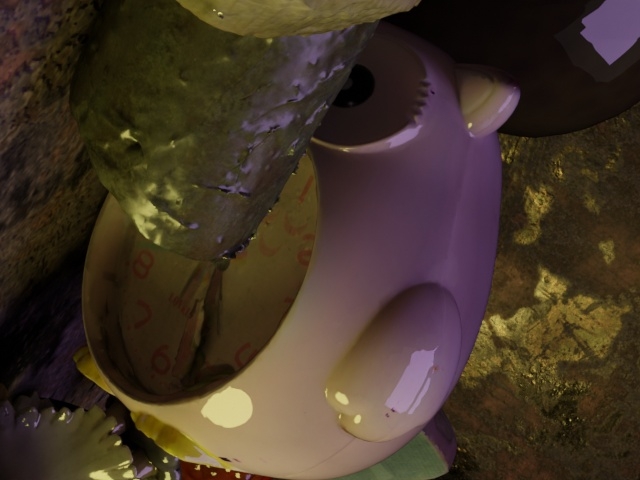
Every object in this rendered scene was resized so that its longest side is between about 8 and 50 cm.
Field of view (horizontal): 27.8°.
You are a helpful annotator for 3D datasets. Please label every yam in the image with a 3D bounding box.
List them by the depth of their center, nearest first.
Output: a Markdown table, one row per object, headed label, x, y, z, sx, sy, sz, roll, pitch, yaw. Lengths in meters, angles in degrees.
| label | x | y | z | sx | sy | sz | roll | pitch | yaw |
| --- | --- | --- | --- | --- | --- | --- | --- | --- | --- |
| yam | -0.049 | -0.147 | 0.829 | 0.304 | 0.168 | 0.168 | -58 | 172 | 26 |

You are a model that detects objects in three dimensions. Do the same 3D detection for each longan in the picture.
| label | x | y | z | sx | sy | sz | roll | pitch | yaw |
| --- | --- | --- | --- | --- | --- | --- | --- | --- | --- |
| longan | 0.223 | -0.276 | 1.341 | 0.404 | 0.336 | 0.404 | -18 | 179 | 0 |

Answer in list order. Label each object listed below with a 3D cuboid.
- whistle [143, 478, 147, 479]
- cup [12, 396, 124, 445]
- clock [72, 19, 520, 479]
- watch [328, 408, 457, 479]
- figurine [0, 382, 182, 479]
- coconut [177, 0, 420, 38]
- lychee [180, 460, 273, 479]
| label | x | y | z | sx | sy | sz | roll | pitch | yaw |
| --- | --- | --- | --- | --- | --- | --- | --- | --- | --- |
| whistle | -0.217 | 0.309 | 1.894 | 0.294 | 0.141 | 0.141 | -58 | 172 | 14 |
| cup | -0.241 | 0.262 | 1.245 | 0.177 | 0.223 | 0.169 | -64 | -177 | 4 |
| clock | 0.000 | 0.000 | 1.084 | 0.250 | 0.368 | 0.377 | 25 | 97 | -45 |
| watch | 0.039 | 0.105 | 1.331 | 0.253 | 0.161 | 0.241 | 55 | 29 | -50 |
| figurine | -0.284 | 0.243 | 1.042 | 0.387 | 0.207 | 0.166 | -30 | -169 | -35 |
| coconut | -0.005 | -0.227 | 0.529 | 0.244 | 0.239 | 0.239 | -56 | 173 | 32 |
| lychee | -0.112 | 0.131 | 1.430 | 0.255 | 0.300 | 0.255 | -22 | 157 | -10 |
